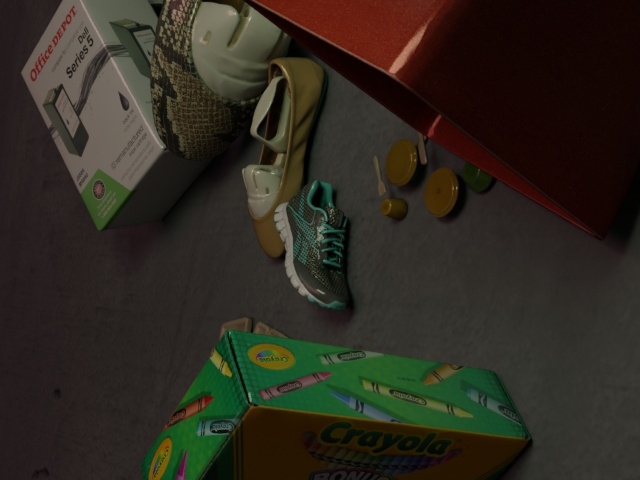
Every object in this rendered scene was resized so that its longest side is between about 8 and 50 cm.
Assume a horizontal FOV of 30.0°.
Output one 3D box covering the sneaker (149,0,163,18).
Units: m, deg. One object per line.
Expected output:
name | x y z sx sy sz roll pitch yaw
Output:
sneaker | -0.329 -0.323 1.805 0.295 0.123 0.178 -39 53 36

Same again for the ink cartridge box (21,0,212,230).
ink cartridge box | -0.271 -0.182 1.604 0.198 0.114 0.273 -45 68 41

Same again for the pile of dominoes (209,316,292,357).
pile of dominoes | -0.094 0.216 1.385 0.196 0.040 0.251 25 94 57

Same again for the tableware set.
tableware set | 0.110 -0.066 1.156 0.154 0.024 0.104 -34 56 46

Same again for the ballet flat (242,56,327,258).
ballet flat | -0.054 -0.097 1.365 0.080 0.073 0.232 11 90 55

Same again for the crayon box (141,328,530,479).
crayon box | 0.014 0.174 0.988 0.165 0.278 0.081 -57 37 30

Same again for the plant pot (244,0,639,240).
plant pot | 0.137 -0.198 0.946 0.236 0.267 0.267 -56 39 3

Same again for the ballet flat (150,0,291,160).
ballet flat | -0.075 -0.321 1.388 0.182 0.164 0.483 22 95 59

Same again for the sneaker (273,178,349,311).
sneaker | 0.000 0.000 1.267 0.076 0.065 0.166 -50 43 30
